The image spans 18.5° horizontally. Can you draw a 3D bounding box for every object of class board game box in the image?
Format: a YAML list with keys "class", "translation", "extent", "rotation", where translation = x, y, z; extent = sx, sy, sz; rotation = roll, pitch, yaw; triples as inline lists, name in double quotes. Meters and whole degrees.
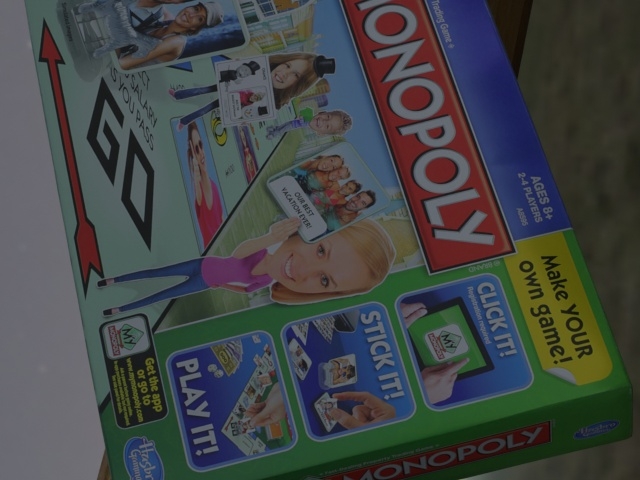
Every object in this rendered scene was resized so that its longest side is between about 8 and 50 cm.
- class: "board game box"
  translation: [-0.010, -0.027, 0.887]
  extent: [0.046, 0.214, 0.317]
  rotation: [78, 177, -54]

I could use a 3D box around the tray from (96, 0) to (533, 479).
- class: "tray"
  translation: [0.000, 0.000, 1.152]
  extent: [0.076, 0.203, 0.411]
  rotation: [33, -120, -40]
